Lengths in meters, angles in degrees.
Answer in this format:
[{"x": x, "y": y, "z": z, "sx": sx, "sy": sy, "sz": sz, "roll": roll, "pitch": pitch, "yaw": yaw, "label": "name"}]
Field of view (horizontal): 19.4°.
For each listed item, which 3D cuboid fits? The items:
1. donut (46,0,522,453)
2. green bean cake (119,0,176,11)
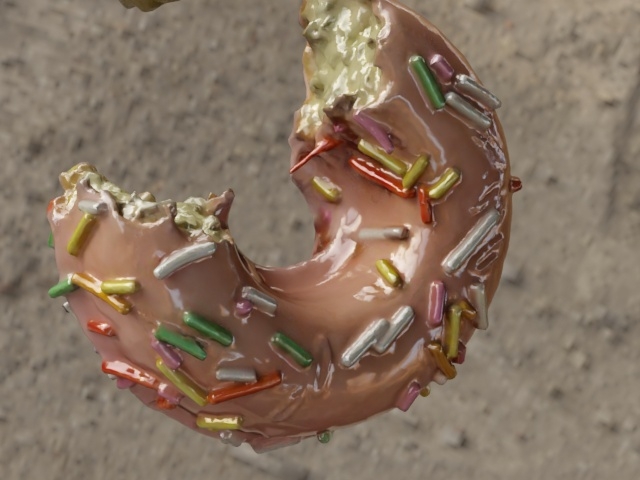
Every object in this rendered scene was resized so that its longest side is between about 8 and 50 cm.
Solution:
[{"x": 0.000, "y": 0.000, "z": 0.879, "sx": 0.233, "sy": 0.199, "sz": 0.085, "roll": -43, "pitch": 23, "yaw": -17, "label": "donut"}, {"x": -0.065, "y": -0.271, "z": 1.167, "sx": 0.224, "sy": 0.131, "sz": 0.229, "roll": -19, "pitch": 53, "yaw": 12, "label": "green bean cake"}]
